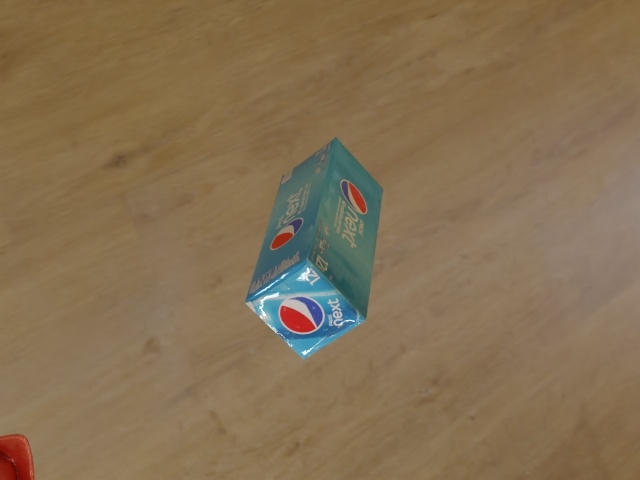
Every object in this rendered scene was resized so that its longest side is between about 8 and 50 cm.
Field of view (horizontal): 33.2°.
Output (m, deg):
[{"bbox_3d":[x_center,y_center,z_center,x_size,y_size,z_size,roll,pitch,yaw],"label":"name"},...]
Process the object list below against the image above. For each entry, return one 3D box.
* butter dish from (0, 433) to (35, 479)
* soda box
[{"bbox_3d":[-0.345,0.258,0.959,0.118,0.160,0.160,52,26,-68],"label":"butter dish"},{"bbox_3d":[0.000,0.000,0.892,0.071,0.067,0.210,46,27,-19],"label":"soda box"}]
